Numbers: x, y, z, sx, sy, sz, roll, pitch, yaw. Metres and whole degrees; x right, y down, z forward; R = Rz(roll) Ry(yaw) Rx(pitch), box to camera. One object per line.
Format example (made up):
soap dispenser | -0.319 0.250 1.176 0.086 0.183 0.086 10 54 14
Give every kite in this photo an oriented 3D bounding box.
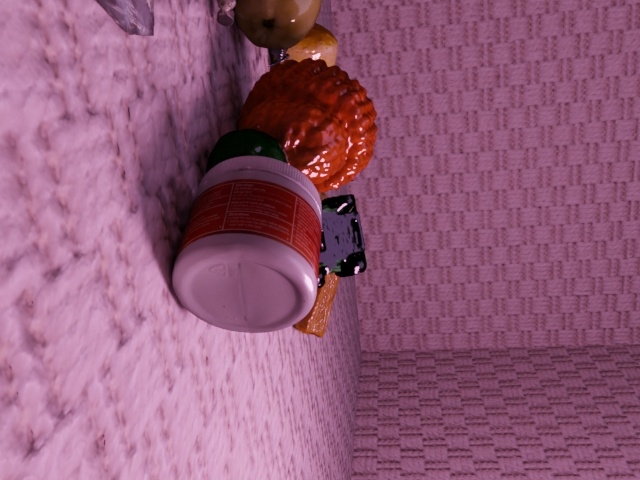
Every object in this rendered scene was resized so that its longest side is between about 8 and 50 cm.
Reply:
kite | -0.240 -0.405 0.689 0.169 0.015 0.310 -2 92 -82

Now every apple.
apple | -0.091 -0.493 1.186 0.200 0.199 0.200 -3 90 -82

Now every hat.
hat | -0.049 -0.201 1.063 0.400 0.285 0.286 -56 142 -69

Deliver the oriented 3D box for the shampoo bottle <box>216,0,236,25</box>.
shampoo bottle | -0.171 -0.493 1.050 0.063 0.057 0.208 61 27 -73

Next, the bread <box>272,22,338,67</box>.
bread | -0.051 -0.499 1.530 0.197 0.196 0.171 -79 176 -61

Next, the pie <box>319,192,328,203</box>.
pie | -0.013 -0.010 1.874 0.339 0.083 0.340 -2 90 -78

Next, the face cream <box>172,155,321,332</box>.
face cream | -0.100 0.009 0.840 0.201 0.200 0.187 78 11 -46

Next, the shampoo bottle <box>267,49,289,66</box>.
shampoo bottle | -0.115 -0.550 1.318 0.101 0.101 0.284 -83 167 -52

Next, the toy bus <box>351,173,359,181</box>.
toy bus | 0.023 -0.281 1.665 0.440 0.249 0.210 -52 138 -78

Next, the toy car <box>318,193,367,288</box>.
toy car | 0.000 0.000 1.509 0.358 0.176 0.214 -15 95 -45

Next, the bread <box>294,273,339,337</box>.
bread | -0.002 0.146 1.694 0.139 0.077 0.271 35 65 -57
